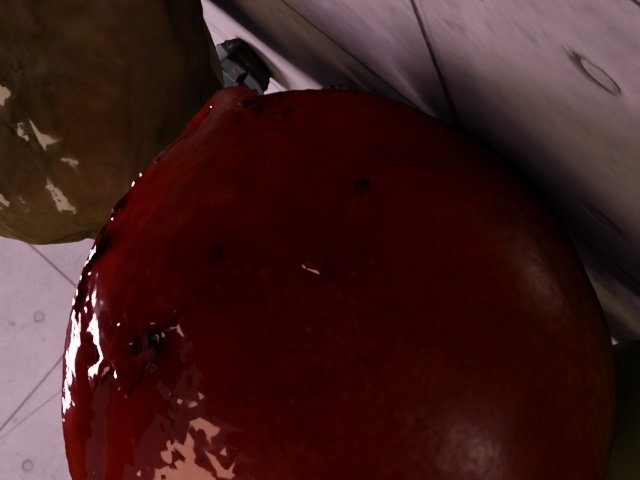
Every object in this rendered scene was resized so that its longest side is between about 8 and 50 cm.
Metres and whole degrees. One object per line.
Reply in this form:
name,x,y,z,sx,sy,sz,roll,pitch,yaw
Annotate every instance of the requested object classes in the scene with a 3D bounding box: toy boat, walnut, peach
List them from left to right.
walnut,-0.211,-0.131,1.313,0.282,0.253,0.277,-100,-5,-81
toy boat,-0.088,-0.156,1.496,0.059,0.066,0.140,44,178,10
peach,0.000,0.082,0.944,0.370,0.370,0.370,40,179,1

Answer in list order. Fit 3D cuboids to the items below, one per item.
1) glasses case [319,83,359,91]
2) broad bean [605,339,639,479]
glasses case,0.055,-0.040,1.116,0.194,0.073,0.049,41,179,-36
broad bean,0.279,0.176,1.055,0.291,0.119,0.238,45,-176,-45
